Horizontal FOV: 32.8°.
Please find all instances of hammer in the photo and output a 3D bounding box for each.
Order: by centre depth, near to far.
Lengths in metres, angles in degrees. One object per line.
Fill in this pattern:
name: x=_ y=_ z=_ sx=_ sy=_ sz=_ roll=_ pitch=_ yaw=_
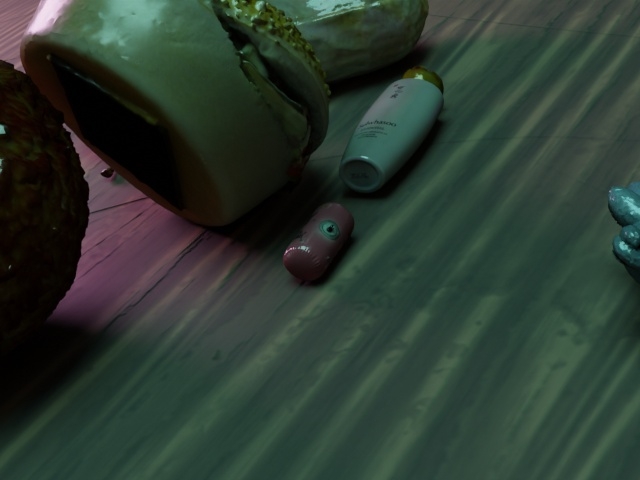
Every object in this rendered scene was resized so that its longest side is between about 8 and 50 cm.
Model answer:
hammer: x=0.000 y=0.000 z=0.942 sx=0.043 sy=0.043 sz=0.083 roll=5 pitch=36 yaw=29

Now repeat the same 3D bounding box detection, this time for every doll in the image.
doll: x=0.257 y=0.007 z=0.805 sx=0.120 sy=0.075 sz=0.180 roll=19 pitch=13 yaw=-2

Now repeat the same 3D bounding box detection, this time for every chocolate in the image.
chocolate: x=-0.022 y=-0.227 z=1.218 sx=0.309 sy=0.134 sz=0.134 roll=-18 pitch=32 yaw=-7

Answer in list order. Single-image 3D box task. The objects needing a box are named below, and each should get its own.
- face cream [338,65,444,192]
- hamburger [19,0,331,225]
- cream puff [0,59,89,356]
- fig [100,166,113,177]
face cream: x=0.072 y=-0.111 z=1.073 sx=0.072 sy=0.051 sz=0.182 roll=0 pitch=34 yaw=29
hamburger: x=-0.130 y=-0.149 z=1.004 sx=0.302 sy=0.302 sz=0.170 roll=20 pitch=64 yaw=43
cream puff: x=-0.334 y=-0.005 z=0.914 sx=0.350 sy=0.228 sz=0.350 roll=-20 pitch=47 yaw=23
fig: x=-0.225 y=-0.156 z=1.209 sx=0.128 sy=0.128 sz=0.150 roll=-28 pitch=54 yaw=-19
